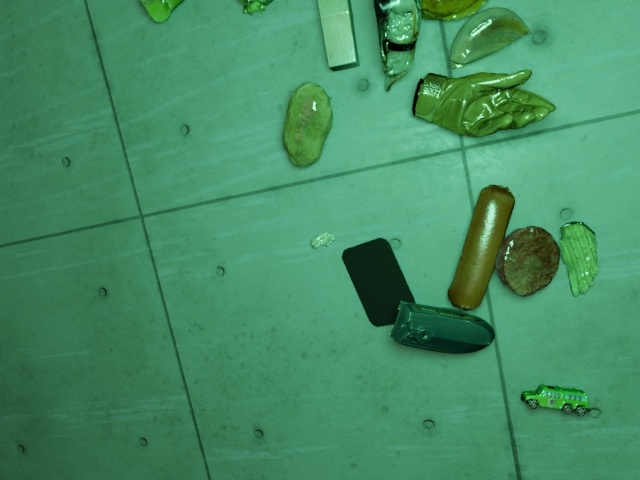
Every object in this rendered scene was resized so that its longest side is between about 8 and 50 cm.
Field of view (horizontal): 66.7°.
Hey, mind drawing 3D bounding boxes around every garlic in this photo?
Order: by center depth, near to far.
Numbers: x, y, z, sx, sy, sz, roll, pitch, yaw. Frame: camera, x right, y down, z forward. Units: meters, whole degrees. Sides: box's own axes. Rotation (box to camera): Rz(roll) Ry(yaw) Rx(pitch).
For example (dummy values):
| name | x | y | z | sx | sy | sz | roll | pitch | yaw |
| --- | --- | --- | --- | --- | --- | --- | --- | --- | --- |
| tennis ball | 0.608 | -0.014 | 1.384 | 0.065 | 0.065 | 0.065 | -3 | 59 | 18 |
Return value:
| name | x | y | z | sx | sy | sz | roll | pitch | yaw |
| --- | --- | --- | --- | --- | --- | --- | --- | --- | --- |
| garlic | 0.399 | -0.504 | 1.184 | 0.196 | 0.087 | 0.101 | -24 | 106 | 15 |

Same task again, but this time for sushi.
| name | x | y | z | sx | sy | sz | roll | pitch | yaw |
| --- | --- | --- | --- | --- | --- | --- | --- | --- | --- |
| sushi | 0.195 | -0.490 | 1.173 | 0.109 | 0.134 | 0.272 | -7 | 131 | 10 |

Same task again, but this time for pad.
| name | x | y | z | sx | sy | sz | roll | pitch | yaw |
| --- | --- | --- | --- | --- | --- | --- | --- | --- | --- |
| pad | 0.239 | 0.092 | 1.348 | 0.323 | 0.055 | 0.249 | -22 | 94 | 17 |

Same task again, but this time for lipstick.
| name | x | y | z | sx | sy | sz | roll | pitch | yaw |
| --- | --- | --- | --- | --- | --- | --- | --- | --- | --- |
| lipstick | 0.033 | -0.637 | 1.254 | 0.080 | 0.076 | 0.371 | -7 | 98 | 14 |

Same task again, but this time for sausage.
| name | x | y | z | sx | sy | sz | roll | pitch | yaw |
| --- | --- | --- | --- | --- | --- | --- | --- | --- | --- |
| sausage | 0.420 | 0.025 | 1.269 | 0.097 | 0.094 | 0.348 | 16 | 103 | 10 |

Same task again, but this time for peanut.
| name | x | y | z | sx | sy | sz | roll | pitch | yaw |
| --- | --- | --- | --- | --- | --- | --- | --- | --- | --- |
| peanut | -0.035 | -0.310 | 1.310 | 0.129 | 0.129 | 0.224 | 21 | 114 | 10 |

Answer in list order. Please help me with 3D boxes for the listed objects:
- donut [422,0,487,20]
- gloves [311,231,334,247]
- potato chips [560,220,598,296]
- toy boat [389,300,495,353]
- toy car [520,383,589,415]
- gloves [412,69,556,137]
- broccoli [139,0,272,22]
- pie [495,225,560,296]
| name | x | y | z | sx | sy | sz | roll | pitch | yaw |
| --- | --- | --- | --- | --- | --- | --- | --- | --- | --- |
| donut | 0.284 | -0.679 | 1.140 | 0.330 | 0.160 | 0.329 | 5 | 108 | 15 |
| gloves | 0.000 | -0.002 | 1.399 | 0.081 | 0.037 | 0.044 | -8 | 135 | 0 |
| potato chips | 0.665 | 0.045 | 1.238 | 0.092 | 0.028 | 0.207 | -18 | 103 | 8 |
| toy boat | 0.336 | 0.236 | 1.302 | 0.296 | 0.122 | 0.114 | 11 | 109 | -15 |
| toy car | 0.627 | 0.423 | 1.304 | 0.165 | 0.071 | 0.062 | 4 | 86 | 14 |
| gloves | 0.394 | -0.332 | 1.188 | 0.331 | 0.141 | 0.154 | 15 | 78 | 21 |
| broccoli | -0.341 | -0.780 | 1.262 | 0.397 | 0.275 | 0.352 | 3 | 101 | 27 |
| pie | 0.528 | 0.052 | 1.231 | 0.183 | 0.049 | 0.182 | -3 | 100 | -17 |
